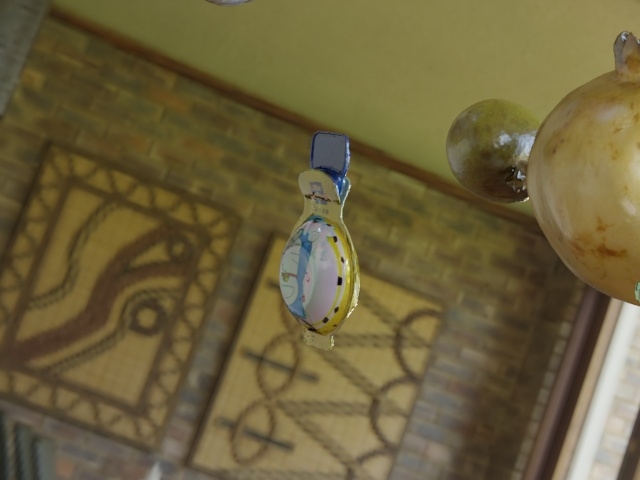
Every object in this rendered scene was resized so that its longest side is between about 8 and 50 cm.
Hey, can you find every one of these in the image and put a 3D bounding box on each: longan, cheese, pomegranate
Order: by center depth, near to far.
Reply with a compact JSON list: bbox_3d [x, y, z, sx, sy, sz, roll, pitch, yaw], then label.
[{"bbox_3d":[0.000,0.000,1.593,0.064,0.250,0.156,1,5,-33],"label":"cheese"},{"bbox_3d":[0.409,-0.092,1.676,0.342,0.343,0.342,20,-10,4],"label":"pomegranate"},{"bbox_3d":[0.254,-0.118,1.953,0.154,0.145,0.176,1,40,-18],"label":"longan"}]

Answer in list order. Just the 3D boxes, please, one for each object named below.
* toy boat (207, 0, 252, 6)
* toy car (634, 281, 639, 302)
[{"bbox_3d":[-0.079,-0.367,1.658,0.085,0.227,0.155,7,-51,41],"label":"toy boat"},{"bbox_3d":[0.388,0.043,1.462,0.059,0.122,0.035,57,-7,33],"label":"toy car"}]
